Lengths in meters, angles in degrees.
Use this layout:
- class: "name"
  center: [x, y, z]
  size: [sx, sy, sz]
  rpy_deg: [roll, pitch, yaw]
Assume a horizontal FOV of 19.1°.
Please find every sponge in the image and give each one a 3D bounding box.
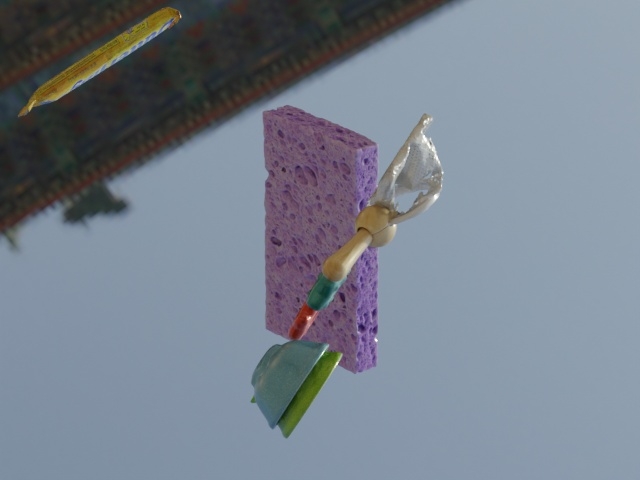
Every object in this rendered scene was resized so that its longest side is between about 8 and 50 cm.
- class: "sponge"
  center: [0.000, 0.000, 1.595]
  size: [0.031, 0.210, 0.117]
  rpy_deg: [-21, -147, -37]

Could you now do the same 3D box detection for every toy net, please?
- class: "toy net"
  center: [0.025, 0.024, 1.288]
  size: [0.045, 0.122, 0.232]
  rpy_deg: [33, -89, 4]

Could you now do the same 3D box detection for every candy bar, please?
- class: "candy bar"
  center: [-0.183, -0.150, 1.584]
  size: [0.161, 0.018, 0.040]
  rpy_deg: [-35, -174, -17]
